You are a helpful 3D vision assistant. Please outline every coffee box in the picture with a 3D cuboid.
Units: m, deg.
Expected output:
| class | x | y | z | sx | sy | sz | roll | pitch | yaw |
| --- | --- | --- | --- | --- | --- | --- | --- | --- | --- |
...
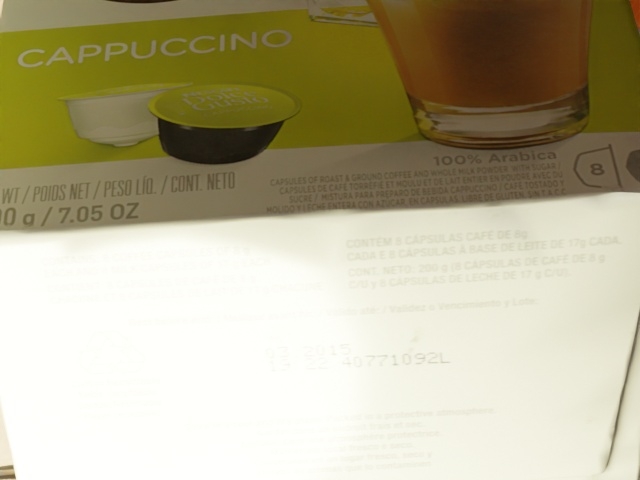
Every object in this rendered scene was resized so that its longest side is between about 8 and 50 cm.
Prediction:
| class | x | y | z | sx | sy | sz | roll | pitch | yaw |
| --- | --- | --- | --- | --- | --- | --- | --- | --- | --- |
| coffee box | 0.000 | 0.000 | 0.991 | 0.338 | 0.334 | 0.338 | -3 | 132 | 0 |

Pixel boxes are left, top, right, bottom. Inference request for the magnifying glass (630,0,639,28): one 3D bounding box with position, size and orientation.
| class | x | y | z | sx | sy | sz | roll | pitch | yaw |
| --- | --- | --- | --- | --- | --- | --- | --- | --- | --- |
| magnifying glass | 0.289 | -0.152 | 1.265 | 0.231 | 0.026 | 0.092 | 16 | 121 | -37 |
